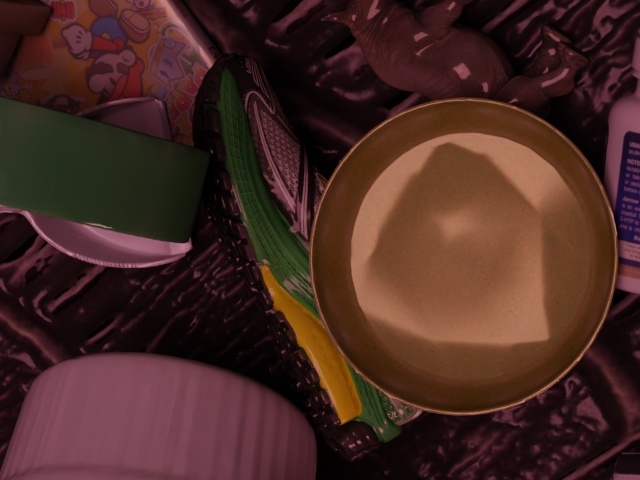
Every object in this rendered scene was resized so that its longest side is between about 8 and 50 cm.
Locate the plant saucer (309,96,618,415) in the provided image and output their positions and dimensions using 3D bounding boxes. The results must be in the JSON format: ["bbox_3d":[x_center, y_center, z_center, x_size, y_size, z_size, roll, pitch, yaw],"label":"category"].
[{"bbox_3d":[0.110,0.012,1.391,0.241,0.037,0.241,-1,87,19],"label":"plant saucer"}]

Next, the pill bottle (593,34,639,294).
[{"bbox_3d":[0.269,-0.057,1.373,0.112,0.112,0.187,10,104,21],"label":"pill bottle"}]

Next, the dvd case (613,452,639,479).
[{"bbox_3d":[0.332,0.258,1.391,0.179,0.029,0.239,-2,128,24],"label":"dvd case"}]

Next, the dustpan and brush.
[{"bbox_3d":[-0.229,-0.040,1.582,0.211,0.060,0.147,-6,101,23],"label":"dustpan and brush"}]

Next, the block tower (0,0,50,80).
[{"bbox_3d":[-0.397,-0.253,1.605,0.335,0.091,0.097,35,110,22],"label":"block tower"}]

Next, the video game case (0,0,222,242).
[{"bbox_3d":[-0.195,-0.131,1.593,0.227,0.026,0.206,-37,88,25],"label":"video game case"}]

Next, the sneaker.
[{"bbox_3d":[0.000,0.000,1.500,0.146,0.134,0.343,-27,92,-13],"label":"sneaker"}]

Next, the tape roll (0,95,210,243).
[{"bbox_3d":[-0.247,-0.072,1.395,0.321,0.321,0.077,15,92,20],"label":"tape roll"}]

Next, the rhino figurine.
[{"bbox_3d":[0.091,-0.163,1.451,0.243,0.073,0.106,34,108,15],"label":"rhino figurine"}]

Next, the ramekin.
[{"bbox_3d":[-0.133,0.201,1.506,0.277,0.277,0.135,-5,60,24],"label":"ramekin"}]
